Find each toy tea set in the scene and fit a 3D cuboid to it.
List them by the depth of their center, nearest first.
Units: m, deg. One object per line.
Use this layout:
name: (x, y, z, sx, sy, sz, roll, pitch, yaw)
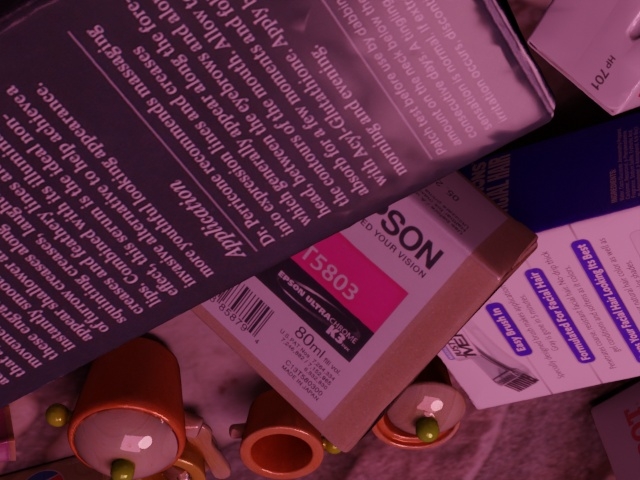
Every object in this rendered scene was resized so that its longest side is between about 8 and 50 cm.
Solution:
toy tea set: (-0.051, 0.155, 1.118, 0.336, 0.124, 0.200, -17, 130, 16)

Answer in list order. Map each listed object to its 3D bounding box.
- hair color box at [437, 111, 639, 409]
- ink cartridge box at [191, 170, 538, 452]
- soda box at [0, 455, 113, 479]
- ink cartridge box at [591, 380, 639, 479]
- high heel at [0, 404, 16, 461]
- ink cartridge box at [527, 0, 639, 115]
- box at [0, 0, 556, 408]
hair color box: (0.236, 0.006, 1.017, 0.338, 0.110, 0.185, -17, 132, 24)
ink cartridge box: (0.000, 0.000, 0.961, 0.234, 0.088, 0.193, 42, 121, 8)
soda box: (-0.271, 0.251, 1.228, 0.181, 0.061, 0.058, -15, 131, 4)
ink cartridge box: (0.456, 0.187, 1.143, 0.384, 0.279, 0.160, -34, 127, 19)
high heel: (-0.313, 0.115, 1.094, 0.117, 0.082, 0.244, -9, 145, -15)
ink cartridge box: (0.238, -0.168, 0.871, 0.190, 0.082, 0.140, -18, 147, -50)
box: (-0.112, -0.128, 0.774, 0.395, 0.293, 0.212, -27, 129, 15)
